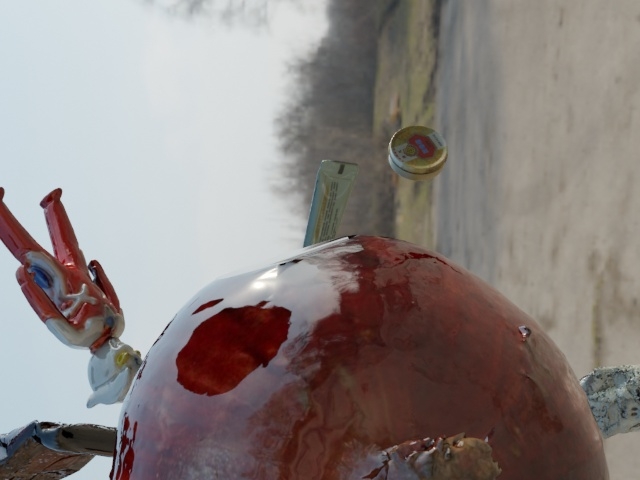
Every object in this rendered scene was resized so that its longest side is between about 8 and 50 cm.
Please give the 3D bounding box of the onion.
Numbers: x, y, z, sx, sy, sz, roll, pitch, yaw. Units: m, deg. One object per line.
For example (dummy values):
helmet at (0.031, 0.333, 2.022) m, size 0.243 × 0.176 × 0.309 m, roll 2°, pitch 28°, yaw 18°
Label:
onion at (0.023, 0.152, 0.707) m, size 0.341 × 0.341 × 0.341 m, roll 3°, pitch -90°, yaw -88°

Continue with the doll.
doll at (-0.365, 0.089, 1.521) m, size 0.384 × 0.099 × 0.188 m, roll 60°, pitch -155°, yaw 10°

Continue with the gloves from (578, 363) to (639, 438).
gloves at (0.430, 0.235, 1.483) m, size 0.070 × 0.153 × 0.114 m, roll -99°, pitch -7°, yaw -59°

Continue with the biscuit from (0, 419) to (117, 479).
biscuit at (-0.302, 0.233, 1.042) m, size 0.151 × 0.235 × 0.063 m, roll 29°, pitch -145°, yaw -59°

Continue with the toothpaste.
toothpaste at (0.000, 0.000, 1.548) m, size 0.037 × 0.067 × 0.255 m, roll 41°, pitch 120°, yaw 57°

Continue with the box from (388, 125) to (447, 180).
box at (0.173, -0.155, 1.810) m, size 0.037 × 0.105 × 0.105 m, roll 92°, pitch -178°, yaw -54°
